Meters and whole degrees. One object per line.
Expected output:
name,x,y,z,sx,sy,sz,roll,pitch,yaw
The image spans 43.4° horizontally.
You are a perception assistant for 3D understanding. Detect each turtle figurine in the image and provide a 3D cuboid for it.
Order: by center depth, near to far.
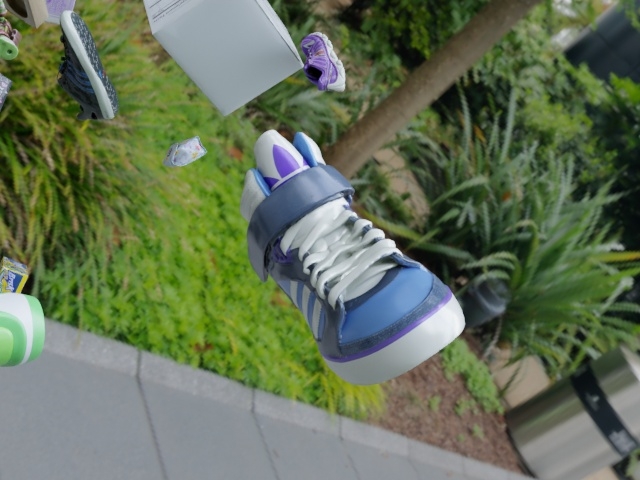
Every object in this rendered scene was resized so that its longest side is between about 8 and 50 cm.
turtle figurine,-0.853,-0.522,1.969,0.266,0.197,0.275,58,-10,39

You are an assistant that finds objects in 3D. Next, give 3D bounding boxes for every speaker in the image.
speaker,-0.604,0.150,1.282,0.296,0.131,0.131,0,46,-39

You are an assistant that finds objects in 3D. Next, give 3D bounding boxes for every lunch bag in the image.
lunch bag,-0.300,-0.190,1.747,0.053,0.083,0.071,60,-20,-15

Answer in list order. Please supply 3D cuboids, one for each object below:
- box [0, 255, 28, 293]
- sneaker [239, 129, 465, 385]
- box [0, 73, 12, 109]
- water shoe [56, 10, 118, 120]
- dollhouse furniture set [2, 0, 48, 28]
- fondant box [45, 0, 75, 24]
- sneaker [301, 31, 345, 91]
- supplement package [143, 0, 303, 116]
box,-0.644,0.077,1.665,0.054,0.059,0.169,26,-4,-22
sneaker,0.000,0.000,0.802,0.236,0.130,0.323,58,-9,-10
box,-0.742,-0.253,1.548,0.163,0.247,0.142,37,45,-37
water shoe,-0.403,-0.279,1.332,0.073,0.080,0.203,-98,175,-47
dollhouse furniture set,-0.433,-0.294,0.965,0.151,0.123,0.144,33,-22,4
fondant box,-0.495,-0.595,1.496,0.096,0.238,0.330,8,44,-26
sneaker,-0.007,-0.352,1.580,0.071,0.068,0.170,-10,44,-17
supplement package,-0.194,-0.421,1.621,0.262,0.204,0.145,48,15,-48
